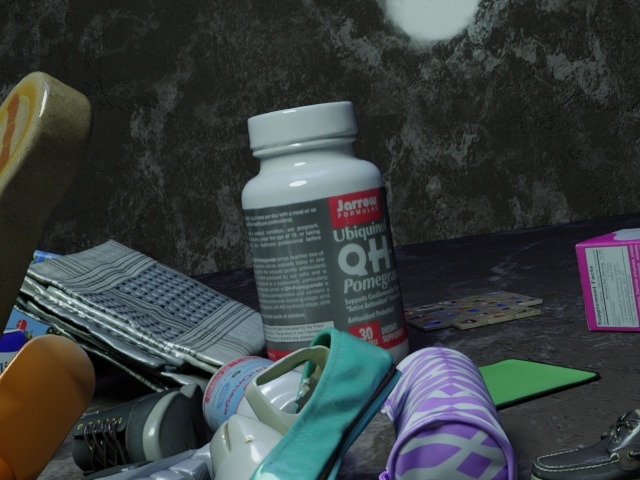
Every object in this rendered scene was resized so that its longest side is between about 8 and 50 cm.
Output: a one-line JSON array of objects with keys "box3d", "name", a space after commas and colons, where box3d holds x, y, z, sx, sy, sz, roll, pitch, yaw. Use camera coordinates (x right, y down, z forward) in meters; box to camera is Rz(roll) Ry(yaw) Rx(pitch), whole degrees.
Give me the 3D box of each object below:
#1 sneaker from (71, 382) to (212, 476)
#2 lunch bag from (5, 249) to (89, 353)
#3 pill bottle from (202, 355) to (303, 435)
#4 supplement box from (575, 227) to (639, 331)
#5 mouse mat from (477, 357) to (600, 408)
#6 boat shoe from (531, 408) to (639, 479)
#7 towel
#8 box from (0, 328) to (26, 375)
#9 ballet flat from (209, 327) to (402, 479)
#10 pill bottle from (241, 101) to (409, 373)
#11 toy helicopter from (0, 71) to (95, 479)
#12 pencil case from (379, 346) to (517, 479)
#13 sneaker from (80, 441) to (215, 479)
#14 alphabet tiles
[{"box3d": [-0.159, 0.178, 0.786, 0.118, 0.083, 0.222, -15, -4, -2], "name": "sneaker"}, {"box3d": [-0.415, 0.108, 1.510, 0.221, 0.138, 0.293, 12, -10, 9], "name": "lunch bag"}, {"box3d": [-0.038, 0.147, 0.773, 0.087, 0.087, 0.160, -11, 4, -21], "name": "pill bottle"}, {"box3d": [0.421, 0.041, 1.073, 0.111, 0.114, 0.220, -13, 7, -39], "name": "supplement box"}, {"box3d": [0.159, 0.146, 0.930, 0.189, 0.007, 0.152, -10, 4, -24], "name": "mouse mat"}, {"box3d": [0.213, 0.135, 0.619, 0.152, 0.049, 0.056, -9, 4, 2], "name": "boat shoe"}, {"box3d": [-0.222, 0.087, 1.224, 0.312, 0.056, 0.324, 28, 14, 10], "name": "towel"}, {"box3d": [-0.346, 0.161, 0.933, 0.126, 0.137, 0.072, -6, 4, 41], "name": "box"}, {"box3d": [-0.022, 0.132, 0.601, 0.087, 0.083, 0.247, 30, 31, 7], "name": "ballet flat"}, {"box3d": [0.000, 0.000, 1.136, 0.176, 0.318, 0.176, -9, 5, 1], "name": "pill bottle"}, {"box3d": [-0.203, 0.075, 0.500, 0.140, 0.355, 0.235, 25, -8, -34], "name": "toy helicopter"}, {"box3d": [0.085, 0.134, 0.671, 0.088, 0.086, 0.206, -5, 4, 3], "name": "pencil case"}, {"box3d": [-0.137, 0.188, 0.578, 0.132, 0.086, 0.228, -18, -6, 29], "name": "sneaker"}, {"box3d": [0.224, 0.105, 1.391, 0.198, 0.009, 0.237, -10, 4, -11], "name": "alphabet tiles"}]
